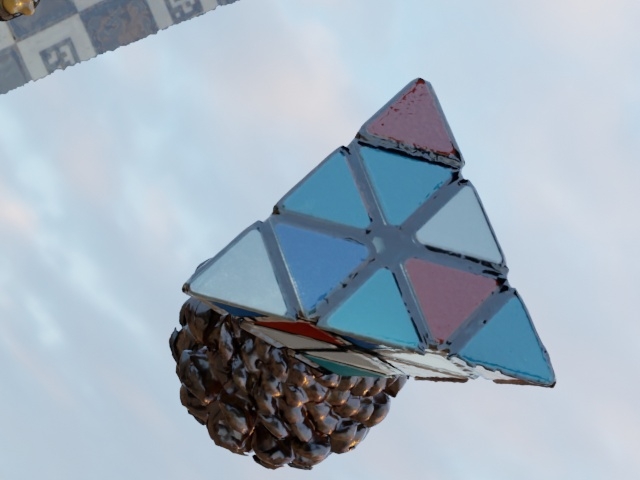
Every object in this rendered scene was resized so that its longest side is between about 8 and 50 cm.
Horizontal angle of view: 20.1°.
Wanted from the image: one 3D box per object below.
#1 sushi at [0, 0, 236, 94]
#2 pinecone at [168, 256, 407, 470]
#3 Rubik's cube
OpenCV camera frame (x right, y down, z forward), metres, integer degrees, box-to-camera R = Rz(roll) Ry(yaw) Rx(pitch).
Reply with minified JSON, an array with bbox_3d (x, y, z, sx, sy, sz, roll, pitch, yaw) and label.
[{"bbox_3d":[-0.142,-0.197,1.031,0.050,0.215,0.192,13,-56,60],"label":"sushi"},{"bbox_3d":[-0.037,0.106,1.639,0.221,0.221,0.221,38,-24,21],"label":"pinecone"},{"bbox_3d":[0.000,0.000,1.353,0.284,0.234,0.250,6,-84,56],"label":"Rubik's cube"}]
